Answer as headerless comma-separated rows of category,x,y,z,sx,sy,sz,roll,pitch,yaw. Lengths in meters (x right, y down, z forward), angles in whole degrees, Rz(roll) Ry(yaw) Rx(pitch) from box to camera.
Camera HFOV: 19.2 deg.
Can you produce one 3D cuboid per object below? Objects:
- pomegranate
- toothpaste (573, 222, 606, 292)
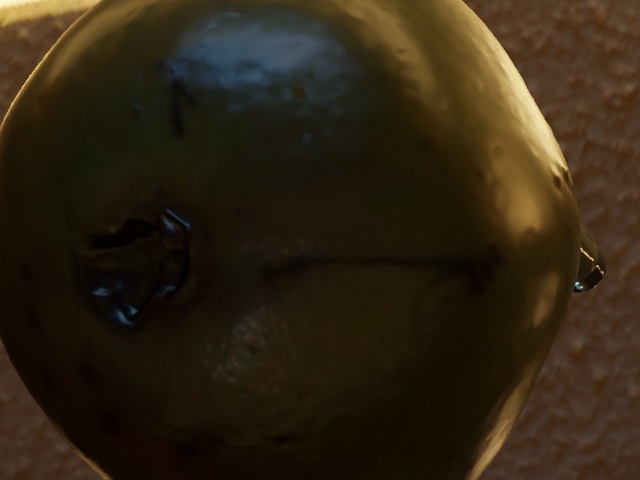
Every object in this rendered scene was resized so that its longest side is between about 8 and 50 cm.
pomegranate,-0.006,-0.011,0.588,0.179,0.210,0.179,6,-60,11
toothpaste,0.130,-0.019,1.189,0.062,0.039,0.239,16,-11,29
